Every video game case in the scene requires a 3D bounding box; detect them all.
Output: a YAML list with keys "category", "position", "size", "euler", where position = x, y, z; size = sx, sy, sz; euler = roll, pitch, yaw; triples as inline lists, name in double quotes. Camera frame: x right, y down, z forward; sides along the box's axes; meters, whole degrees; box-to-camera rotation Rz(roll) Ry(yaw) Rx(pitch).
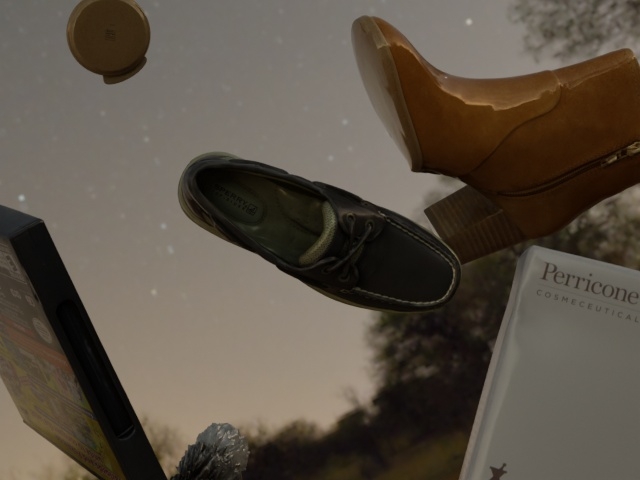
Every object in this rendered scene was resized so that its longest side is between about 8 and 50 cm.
- category: "video game case"
  position: [-0.242, 0.080, 1.011]
  size: [0.035, 0.248, 0.275]
  euler: [-32, 23, -26]

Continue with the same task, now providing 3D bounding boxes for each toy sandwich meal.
- category: "toy sandwich meal"
  position: [-0.196, -0.190, 1.115]
  size: [0.086, 0.085, 0.029]
  euler: [-24, 19, -10]

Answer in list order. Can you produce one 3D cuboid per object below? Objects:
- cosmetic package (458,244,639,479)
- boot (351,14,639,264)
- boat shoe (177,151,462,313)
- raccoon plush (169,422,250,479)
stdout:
- category: "cosmetic package"
  position: [0.138, 0.127, 0.665]
  size: [0.117, 0.231, 0.085]
  euler: [14, -4, 6]
- category: "boot"
  position: [0.161, -0.114, 0.991]
  size: [0.211, 0.104, 0.295]
  euler: [-29, -45, 1]
- category: "boat shoe"
  position: [0.000, -0.001, 0.872]
  size: [0.073, 0.224, 0.080]
  euler: [-120, 54, -85]
- category: "raccoon plush"
  position: [-0.222, 0.347, 1.399]
  size: [0.299, 0.216, 0.446]
  euler: [119, 175, -59]
